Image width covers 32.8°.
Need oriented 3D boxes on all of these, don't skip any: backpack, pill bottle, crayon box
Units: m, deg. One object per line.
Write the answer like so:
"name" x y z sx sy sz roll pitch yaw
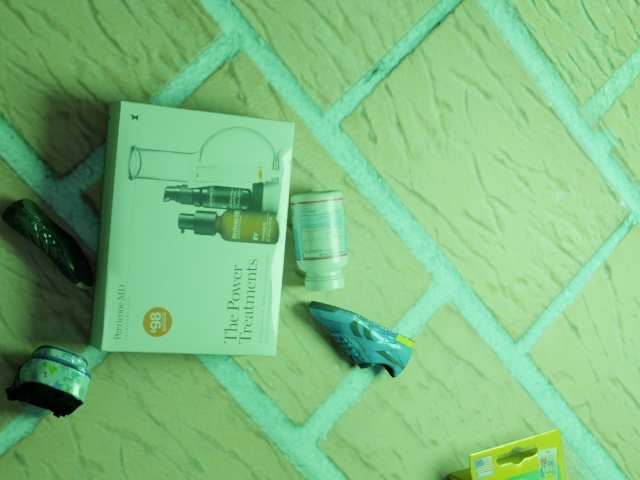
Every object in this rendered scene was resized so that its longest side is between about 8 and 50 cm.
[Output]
"backpack" -0.393 0.203 1.607 0.105 0.114 0.084 25 62 -22
"pill bottle" 0.000 0.000 1.791 0.087 0.087 0.160 -8 96 -24
"crayon box" 0.351 0.510 1.974 0.203 0.083 0.323 -10 97 -24

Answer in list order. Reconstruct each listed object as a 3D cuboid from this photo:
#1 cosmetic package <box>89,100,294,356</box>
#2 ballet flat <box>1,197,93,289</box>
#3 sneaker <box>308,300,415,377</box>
"cosmetic package" -0.199 -0.013 1.698 0.284 0.097 0.377 4 91 -22
"ballet flat" -0.405 0.008 1.638 0.049 0.057 0.173 -32 108 22
"sneaker" 0.063 0.169 1.837 0.209 0.069 0.082 28 85 -23
